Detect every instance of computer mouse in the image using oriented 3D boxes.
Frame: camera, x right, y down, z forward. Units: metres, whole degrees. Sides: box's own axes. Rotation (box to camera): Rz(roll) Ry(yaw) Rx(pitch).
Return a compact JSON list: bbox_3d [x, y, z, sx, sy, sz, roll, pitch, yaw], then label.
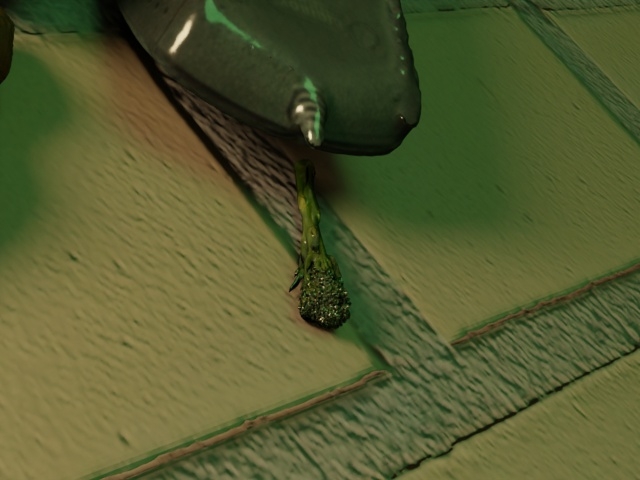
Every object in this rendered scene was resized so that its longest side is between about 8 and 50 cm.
[{"bbox_3d":[-0.048,-0.184,0.923,0.188,0.122,0.370,15,46,-32],"label":"computer mouse"}]

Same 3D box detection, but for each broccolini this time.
[{"bbox_3d":[0.000,0.000,0.835,0.035,0.030,0.140,33,27,-25],"label":"broccolini"}]

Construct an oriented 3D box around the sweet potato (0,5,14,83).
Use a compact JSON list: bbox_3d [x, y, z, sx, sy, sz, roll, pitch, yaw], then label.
[{"bbox_3d":[-0.192,-0.069,0.697,0.065,0.051,0.218,31,33,-18],"label":"sweet potato"}]
